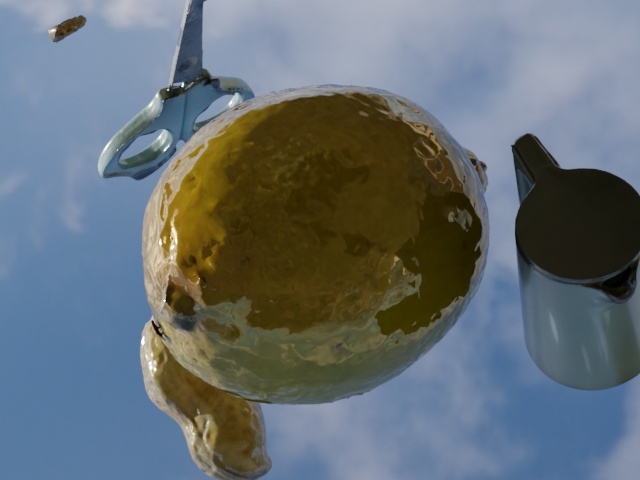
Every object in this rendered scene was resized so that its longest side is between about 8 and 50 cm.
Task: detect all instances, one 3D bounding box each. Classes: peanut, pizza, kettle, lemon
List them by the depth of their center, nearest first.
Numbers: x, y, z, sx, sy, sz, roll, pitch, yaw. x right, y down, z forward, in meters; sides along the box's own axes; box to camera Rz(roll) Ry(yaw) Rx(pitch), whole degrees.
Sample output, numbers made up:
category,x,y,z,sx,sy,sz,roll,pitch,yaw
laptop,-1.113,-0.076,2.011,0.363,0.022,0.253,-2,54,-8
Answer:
category,x,y,z,sx,sy,sz,roll,pitch,yaw
kettle,0.181,0.015,1.064,0.098,0.148,0.127,0,-122,14
lemon,-0.004,0.002,1.122,0.263,0.236,0.236,7,-140,-38
peanut,-0.099,0.128,1.286,0.080,0.080,0.174,-24,-119,-19
pizza,-0.248,-0.207,1.523,0.037,0.016,0.083,-33,-173,8

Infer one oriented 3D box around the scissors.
category,x,y,z,sx,sy,sz,roll,pitch,yaw
scissors,-0.135,-0.163,1.572,0.191,0.360,0.029,-27,-105,-19
